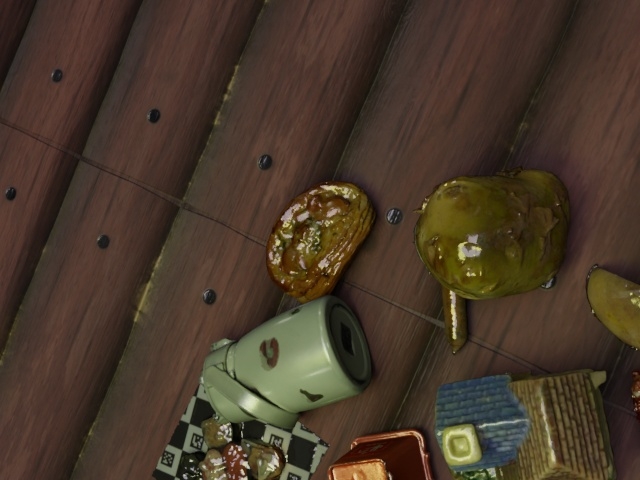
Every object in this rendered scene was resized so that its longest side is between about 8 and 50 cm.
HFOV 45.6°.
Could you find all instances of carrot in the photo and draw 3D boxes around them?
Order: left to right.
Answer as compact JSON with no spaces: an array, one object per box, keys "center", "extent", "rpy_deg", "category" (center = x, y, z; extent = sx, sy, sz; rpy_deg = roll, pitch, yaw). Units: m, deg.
[{"center":[0.263,0.055,1.505],"extent":[0.070,0.070,0.342],"rpy_deg":[-5,88,22],"category":"carrot"}]

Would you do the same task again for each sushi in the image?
[{"center":[-0.201,0.480,1.647],"extent":[0.339,0.069,0.320],"rpy_deg":[32,97,22],"category":"sushi"}]

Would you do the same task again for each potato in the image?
[{"center":[0.327,-0.011,1.376],"extent":[0.300,0.196,0.246],"rpy_deg":[-17,90,2],"category":"potato"},{"center":[0.581,0.141,1.342],"extent":[0.261,0.100,0.120],"rpy_deg":[25,94,23],"category":"potato"}]

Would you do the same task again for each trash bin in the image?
[{"center":[0.114,0.466,1.426],"extent":[0.161,0.239,0.184],"rpy_deg":[-14,81,21],"category":"trash bin"}]

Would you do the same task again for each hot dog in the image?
[{"center":[0.000,0.000,1.588],"extent":[0.196,0.122,0.272],"rpy_deg":[40,102,32],"category":"hot dog"}]

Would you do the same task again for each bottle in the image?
[{"center":[-0.092,0.269,1.545],"extent":[0.352,0.229,0.229],"rpy_deg":[-23,76,19],"category":"bottle"}]

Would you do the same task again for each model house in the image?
[{"center":[0.349,0.358,1.330],"extent":[0.321,0.266,0.261],"rpy_deg":[-13,76,21],"category":"model house"}]

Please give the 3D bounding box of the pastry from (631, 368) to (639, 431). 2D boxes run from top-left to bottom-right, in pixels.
[{"center":[0.607,0.318,1.314],"extent":[0.115,0.097,0.208],"rpy_deg":[-21,76,26],"category":"pastry"}]
